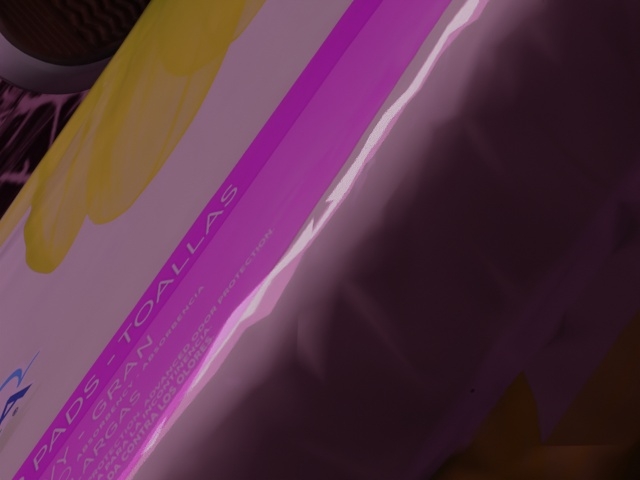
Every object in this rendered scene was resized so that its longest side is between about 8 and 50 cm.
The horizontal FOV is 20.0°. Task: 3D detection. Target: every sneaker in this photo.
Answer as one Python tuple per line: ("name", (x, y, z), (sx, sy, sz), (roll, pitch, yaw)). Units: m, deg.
("sneaker", (-0.112, -0.145, 0.943), (0.123, 0.106, 0.290), (-50, 11, 40))

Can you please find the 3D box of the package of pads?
("package of pads", (0.000, 0.000, 0.440), (0.296, 0.101, 0.229), (-53, 21, 4))
